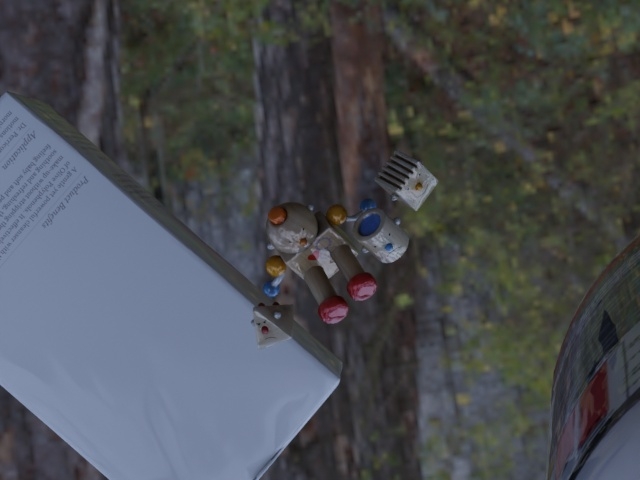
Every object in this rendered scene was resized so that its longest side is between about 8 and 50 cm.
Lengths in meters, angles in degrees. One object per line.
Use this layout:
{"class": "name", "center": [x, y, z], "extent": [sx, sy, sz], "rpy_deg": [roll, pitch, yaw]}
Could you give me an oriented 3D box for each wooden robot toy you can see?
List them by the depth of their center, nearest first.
{"class": "wooden robot toy", "center": [0.000, 0.000, 1.027], "extent": [0.173, 0.076, 0.079], "rpy_deg": [-41, 131, 8]}

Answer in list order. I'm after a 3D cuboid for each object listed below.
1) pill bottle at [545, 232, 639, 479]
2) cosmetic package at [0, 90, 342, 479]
{"class": "pill bottle", "center": [0.178, 0.106, 0.502], "extent": [0.210, 0.210, 0.363], "rpy_deg": [-12, -172, 13]}
{"class": "cosmetic package", "center": [-0.177, 0.064, 1.278], "extent": [0.197, 0.365, 0.155], "rpy_deg": [-48, -179, 2]}
